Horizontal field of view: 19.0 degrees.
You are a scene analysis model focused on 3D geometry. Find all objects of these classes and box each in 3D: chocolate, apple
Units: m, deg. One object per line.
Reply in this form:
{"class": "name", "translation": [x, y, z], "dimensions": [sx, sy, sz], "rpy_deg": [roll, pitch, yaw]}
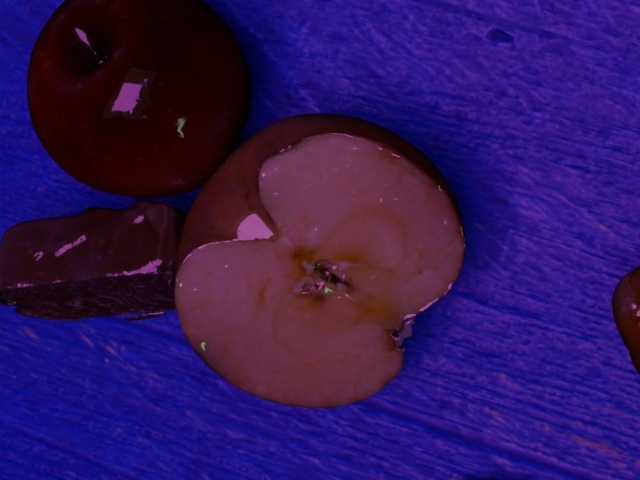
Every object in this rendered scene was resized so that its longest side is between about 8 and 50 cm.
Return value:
{"class": "chocolate", "translation": [-0.223, 0.022, 1.963], "dimensions": [0.214, 0.148, 0.093], "rpy_deg": [-4, 70, 17]}
{"class": "apple", "translation": [-0.179, -0.149, 1.883], "dimensions": [0.218, 0.201, 0.218], "rpy_deg": [-7, 75, 25]}
{"class": "apple", "translation": [0.000, 0.000, 1.878], "dimensions": [0.251, 0.163, 0.293], "rpy_deg": [35, 112, -19]}

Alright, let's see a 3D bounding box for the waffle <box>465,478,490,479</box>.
{"class": "waffle", "translation": [0.180, 0.314, 1.902], "dimensions": [0.194, 0.051, 0.149], "rpy_deg": [11, 62, 10]}

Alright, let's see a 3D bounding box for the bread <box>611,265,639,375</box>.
{"class": "bread", "translation": [0.416, 0.072, 1.760], "dimensions": [0.246, 0.176, 0.195], "rpy_deg": [-28, 77, 22]}
